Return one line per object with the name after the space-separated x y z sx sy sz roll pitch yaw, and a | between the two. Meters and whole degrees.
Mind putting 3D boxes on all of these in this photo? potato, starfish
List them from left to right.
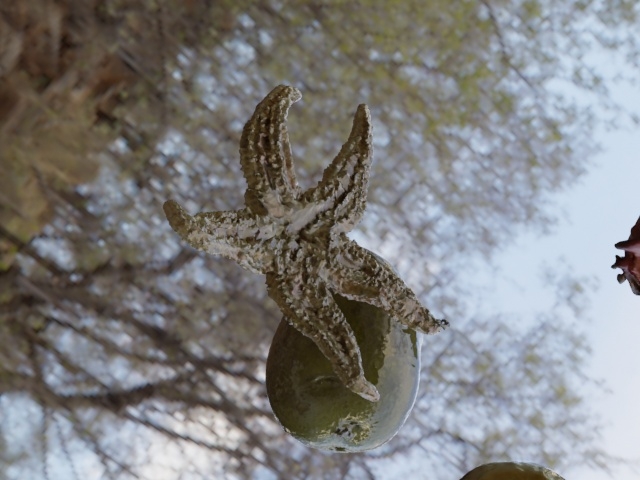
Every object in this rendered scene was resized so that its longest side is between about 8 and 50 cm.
-0.002 0.002 1.280 0.299 0.302 0.060 -30 176 -45 | starfish
0.031 0.121 1.593 0.159 0.174 0.251 156 -56 -69 | potato

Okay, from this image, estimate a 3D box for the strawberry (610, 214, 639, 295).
0.541 0.022 1.820 0.150 0.253 0.280 -50 179 -35 | strawberry

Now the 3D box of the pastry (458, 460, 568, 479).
0.179 0.265 1.207 0.156 0.156 0.092 -80 176 -46 | pastry
